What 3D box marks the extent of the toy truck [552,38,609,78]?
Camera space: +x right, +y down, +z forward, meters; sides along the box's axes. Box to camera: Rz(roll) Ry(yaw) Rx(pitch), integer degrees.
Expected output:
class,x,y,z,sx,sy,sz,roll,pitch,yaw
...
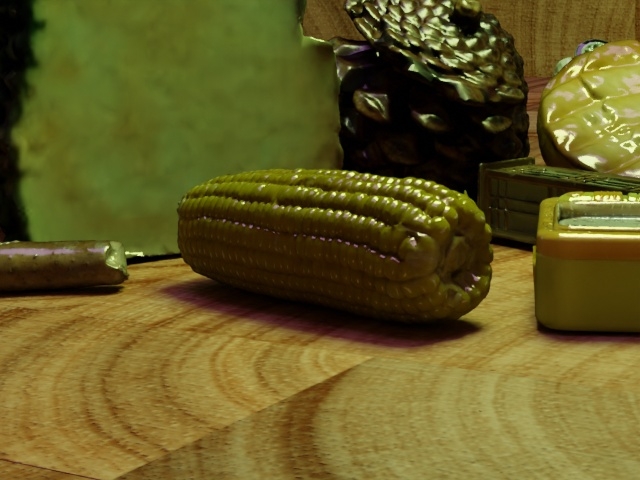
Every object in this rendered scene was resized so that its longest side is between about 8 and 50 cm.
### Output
class,x,y,z,sx,sy,sz,roll,pitch,yaw
toy truck,0.485,-0.161,2.026,0.363,0.176,0.178,0,51,2

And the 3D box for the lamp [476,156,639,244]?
class,x,y,z,sx,sy,sz,roll,pitch,yaw
lamp,0.302,-0.024,1.597,0.090,0.089,0.325,-8,14,-37

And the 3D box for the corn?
class,x,y,z,sx,sy,sz,roll,pitch,yaw
corn,0.000,0.000,1.416,0.344,0.131,0.131,6,13,43

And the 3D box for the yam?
class,x,y,z,sx,sy,sz,roll,pitch,yaw
yam,-0.306,0.024,1.510,0.241,0.056,0.057,0,11,-1

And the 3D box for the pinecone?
class,x,y,z,sx,sy,sz,roll,pitch,yaw
pinecone,0.120,-0.162,1.819,0.242,0.296,0.298,-13,45,-2

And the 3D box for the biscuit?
class,x,y,z,sx,sy,sz,roll,pitch,yaw
biscuit,0.400,-0.125,1.841,0.296,0.102,0.296,-1,41,1

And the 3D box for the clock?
class,x,y,z,sx,sy,sz,roll,pitch,yaw
clock,0.260,0.016,1.379,0.143,0.096,0.202,3,12,8

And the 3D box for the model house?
class,x,y,z,sx,sy,sz,roll,pitch,yaw
model house,-0.236,-0.223,1.775,0.395,0.445,0.400,-9,15,-25
